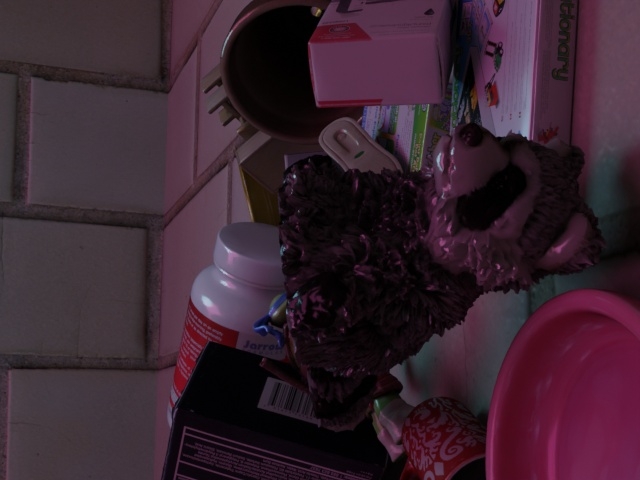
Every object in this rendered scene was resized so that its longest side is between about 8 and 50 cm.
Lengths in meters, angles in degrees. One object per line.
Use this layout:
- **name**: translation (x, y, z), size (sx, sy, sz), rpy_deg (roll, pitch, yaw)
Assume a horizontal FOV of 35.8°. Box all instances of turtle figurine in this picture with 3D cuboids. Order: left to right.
- **turtle figurine**: translation (0.077, 0.138, 1.323), size (0.266, 0.275, 0.198), rpy_deg (51, 131, 22)

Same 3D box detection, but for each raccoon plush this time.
- **raccoon plush**: translation (0.123, 0.041, 1.049), size (0.446, 0.299, 0.216), rpy_deg (79, -174, -63)

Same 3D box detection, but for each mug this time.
- **mug**: translation (0.142, 0.256, 1.125), size (0.169, 0.150, 0.113), rpy_deg (-127, 27, -70)

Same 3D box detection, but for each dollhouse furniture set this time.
- **dollhouse furniture set**: translation (-0.078, -0.227, 1.819), size (0.161, 0.212, 0.242), rpy_deg (-38, 38, 16)

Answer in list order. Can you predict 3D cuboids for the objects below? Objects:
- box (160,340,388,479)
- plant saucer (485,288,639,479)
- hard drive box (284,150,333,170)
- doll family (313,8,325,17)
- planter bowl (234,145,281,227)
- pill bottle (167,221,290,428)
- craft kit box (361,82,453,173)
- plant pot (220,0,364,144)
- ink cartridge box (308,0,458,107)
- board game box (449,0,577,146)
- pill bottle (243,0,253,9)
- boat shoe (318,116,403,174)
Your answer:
- **box**: translation (-0.073, 0.342, 1.446), size (0.182, 0.296, 0.294), rpy_deg (-70, -4, -61)
- **plant saucer**: translation (0.258, 0.209, 0.875), size (0.332, 0.084, 0.332), rpy_deg (-177, 90, -71)
- **hard drive box**: translation (0.000, 0.000, 1.597), size (0.181, 0.089, 0.232), rpy_deg (82, -177, -62)
- **doll family**: translation (-0.001, -0.415, 1.811), size (0.111, 0.076, 0.193), rpy_deg (-118, 31, -51)
- **planter bowl**: translation (-0.103, -0.091, 1.966), size (0.217, 0.090, 0.217), rpy_deg (167, 90, -85)
- **pill bottle**: translation (-0.143, 0.184, 1.848), size (0.229, 0.229, 0.407), rpy_deg (-120, 40, -59)
- **craft kit box**: translation (0.116, -0.107, 1.415), size (0.246, 0.061, 0.249), rpy_deg (-141, 57, -71)
- **plant pot**: translation (-0.017, -0.326, 1.610), size (0.229, 0.263, 0.263), rpy_deg (-81, 9, -48)
- **ink cartridge box**: translation (0.087, -0.254, 1.233), size (0.218, 0.159, 0.092), rpy_deg (-68, -26, -55)
- **board game box**: translation (0.213, -0.163, 1.131), size (0.193, 0.053, 0.305), rpy_deg (-179, 93, -71)
- **pill bottle**: translation (-0.124, -0.375, 2.044), size (0.264, 0.146, 0.146), rpy_deg (131, 139, -62)
- **boat shoe**: translation (0.072, -0.081, 1.376), size (0.079, 0.084, 0.233), rpy_deg (59, -178, -43)
